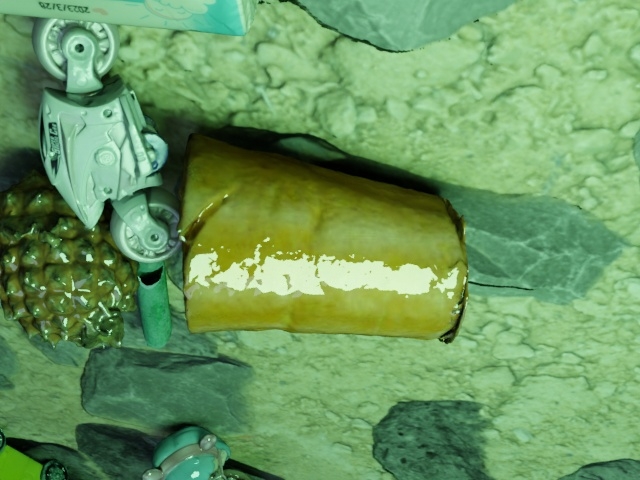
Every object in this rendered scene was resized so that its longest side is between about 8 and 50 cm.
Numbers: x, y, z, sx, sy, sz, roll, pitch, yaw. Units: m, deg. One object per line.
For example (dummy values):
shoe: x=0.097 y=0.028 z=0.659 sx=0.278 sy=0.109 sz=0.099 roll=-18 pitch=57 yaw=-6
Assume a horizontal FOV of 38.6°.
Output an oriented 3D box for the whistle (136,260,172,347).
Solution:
whistle: x=-0.192 y=0.054 z=1.037 sx=0.039 sy=0.039 sz=0.186 roll=9 pitch=138 yaw=3

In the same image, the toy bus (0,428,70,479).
toy bus: x=-0.489 y=0.393 z=1.387 sx=0.128 sy=0.150 sz=0.262 roll=-25 pitch=127 yaw=35

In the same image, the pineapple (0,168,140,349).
pineapple: x=-0.251 y=0.030 z=0.906 sx=0.193 sy=0.166 sz=0.166 roll=51 pitch=136 yaw=13

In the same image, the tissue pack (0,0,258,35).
tissue pack: x=-0.178 y=-0.243 z=0.621 sx=0.271 sy=0.124 sz=0.201 roll=6 pitch=156 yaw=4

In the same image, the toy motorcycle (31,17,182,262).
toy motorcycle: x=-0.196 y=-0.087 z=0.813 sx=0.112 sy=0.112 sz=0.254 roll=-7 pitch=120 yaw=19

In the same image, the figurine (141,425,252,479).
figurine: x=-0.175 y=0.367 z=1.314 sx=0.205 sy=0.103 sz=0.260 roll=-26 pitch=135 yaw=2

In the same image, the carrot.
carrot: x=0.000 y=0.000 z=0.849 sx=0.254 sy=0.196 sz=0.196 roll=3 pitch=138 yaw=-4
